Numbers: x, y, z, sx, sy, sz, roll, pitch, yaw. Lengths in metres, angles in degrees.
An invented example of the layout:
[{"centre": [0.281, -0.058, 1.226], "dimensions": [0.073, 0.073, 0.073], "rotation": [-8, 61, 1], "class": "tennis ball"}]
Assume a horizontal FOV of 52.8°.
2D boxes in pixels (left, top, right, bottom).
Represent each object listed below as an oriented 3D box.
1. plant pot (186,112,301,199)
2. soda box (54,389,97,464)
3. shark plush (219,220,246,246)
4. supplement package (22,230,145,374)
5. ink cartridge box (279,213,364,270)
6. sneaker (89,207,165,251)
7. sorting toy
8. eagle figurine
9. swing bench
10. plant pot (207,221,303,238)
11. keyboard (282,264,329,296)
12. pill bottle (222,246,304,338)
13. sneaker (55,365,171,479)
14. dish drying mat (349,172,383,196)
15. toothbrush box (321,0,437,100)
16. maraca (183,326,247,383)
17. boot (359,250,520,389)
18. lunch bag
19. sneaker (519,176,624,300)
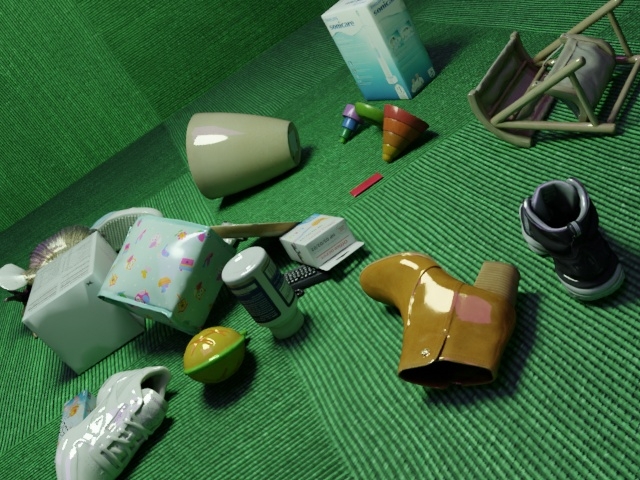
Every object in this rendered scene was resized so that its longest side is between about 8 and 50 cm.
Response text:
[{"centre": [-0.205, -0.262, 1.857], "dimensions": [0.274, 0.256, 0.256], "rotation": [-7, 35, 15], "class": "plant pot"}, {"centre": [-0.471, 0.379, 1.268], "dimensions": [0.058, 0.063, 0.183], "rotation": [-33, 27, 0], "class": "soda box"}, {"centre": [-0.254, -0.016, 1.688], "dimensions": [0.067, 0.073, 0.161], "rotation": [-62, 31, 10], "class": "shark plush"}, {"centre": [-0.579, 0.148, 1.606], "dimensions": [0.198, 0.199, 0.262], "rotation": [-34, 28, 0], "class": "supplement package"}, {"centre": [0.000, 0.000, 1.345], "dimensions": [0.104, 0.061, 0.181], "rotation": [-36, 20, -18], "class": "ink cartridge box"}, {"centre": [-0.621, -0.056, 2.052], "dimensions": [0.366, 0.135, 0.150], "rotation": [-15, 36, 30], "class": "sneaker"}, {"centre": [0.136, -0.277, 1.673], "dimensions": [0.126, 0.127, 0.365], "rotation": [-66, 27, 3], "class": "sorting toy"}, {"centre": [-0.766, 0.101, 1.903], "dimensions": [0.298, 0.226, 0.225], "rotation": [-36, 7, 6], "class": "eagle figurine"}, {"centre": [0.475, -0.326, 1.296], "dimensions": [0.255, 0.165, 0.253], "rotation": [-7, 38, 50], "class": "swing bench"}, {"centre": [-0.149, -0.023, 1.484], "dimensions": [0.237, 0.032, 0.236], "rotation": [-4, 1, 0], "class": "plant pot"}, {"centre": [-0.061, 0.089, 1.344], "dimensions": [0.180, 0.023, 0.108], "rotation": [-24, 29, 20], "class": "keyboard"}, {"centre": [-0.101, 0.102, 1.204], "dimensions": [0.094, 0.169, 0.094], "rotation": [-25, 28, 15], "class": "pill bottle"}, {"centre": [-0.366, 0.339, 1.165], "dimensions": [0.152, 0.114, 0.305], "rotation": [-22, 30, 24], "class": "sneaker"}, {"centre": [0.109, -0.132, 1.532], "dimensions": [0.083, 0.008, 0.032], "rotation": [-34, 28, -4], "class": "dish drying mat"}, {"centre": [0.168, -0.557, 1.843], "dimensions": [0.126, 0.295, 0.216], "rotation": [-44, 29, -19], "class": "toothbrush box"}, {"centre": [-0.195, 0.211, 1.217], "dimensions": [0.127, 0.099, 0.185], "rotation": [-25, 2, 4], "class": "maraca"}, {"centre": [0.148, 0.121, 0.981], "dimensions": [0.295, 0.104, 0.211], "rotation": [-3, 40, 38], "class": "boot"}, {"centre": [-0.352, 0.067, 1.432], "dimensions": [0.262, 0.160, 0.223], "rotation": [12, 71, 29], "class": "lunch bag"}, {"centre": [0.354, -0.038, 0.964], "dimensions": [0.101, 0.153, 0.268], "rotation": [-28, 28, 10], "class": "sneaker"}]
